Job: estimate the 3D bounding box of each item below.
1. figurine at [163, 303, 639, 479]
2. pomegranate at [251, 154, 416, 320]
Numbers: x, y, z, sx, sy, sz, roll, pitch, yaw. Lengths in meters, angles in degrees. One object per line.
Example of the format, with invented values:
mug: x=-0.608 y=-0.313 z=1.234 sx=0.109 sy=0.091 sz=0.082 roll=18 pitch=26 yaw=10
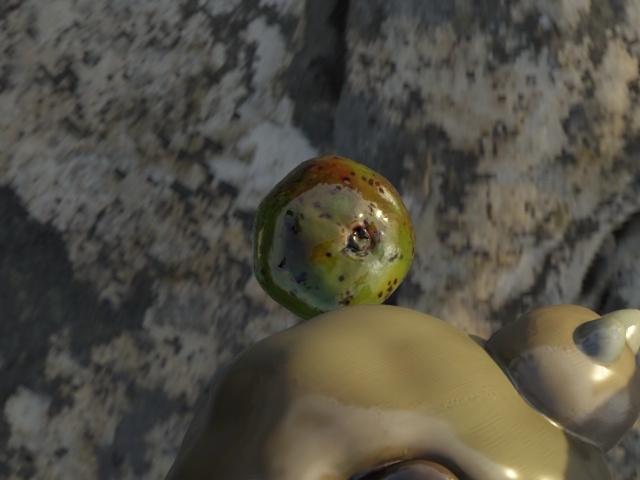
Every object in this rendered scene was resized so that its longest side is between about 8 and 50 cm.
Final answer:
figurine: x=-0.024 y=0.161 z=0.788 sx=0.203 sy=0.380 sz=0.248 roll=40 pitch=137 yaw=29
pomegranate: x=0.000 y=0.000 z=1.317 sx=0.114 sy=0.142 sz=0.115 roll=1 pitch=87 yaw=-25
